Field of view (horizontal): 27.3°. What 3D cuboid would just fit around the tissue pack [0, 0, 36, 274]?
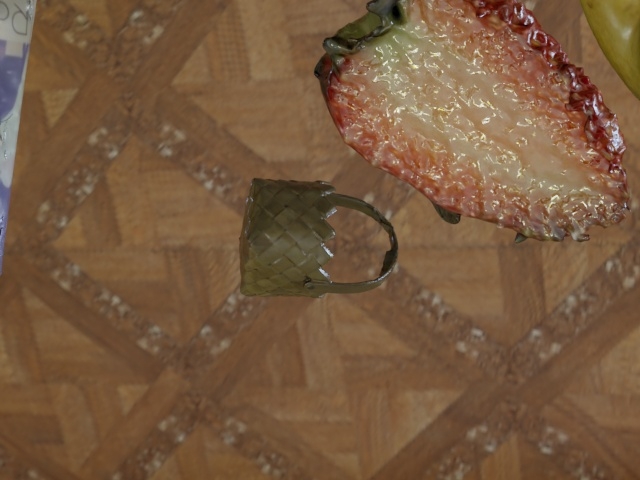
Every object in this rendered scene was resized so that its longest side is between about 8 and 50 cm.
[{"bbox_3d":[-0.419,-0.134,1.314,0.125,0.242,0.344,11,95,37],"label":"tissue pack"}]

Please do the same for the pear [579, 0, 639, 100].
[{"bbox_3d":[0.312,-0.184,0.783,0.314,0.314,0.314,8,121,14],"label":"pear"}]

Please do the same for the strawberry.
[{"bbox_3d":[0.154,-0.124,1.224,0.306,0.138,0.233,41,134,-3],"label":"strawberry"}]

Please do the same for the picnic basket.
[{"bbox_3d":[0.000,0.000,1.476,0.178,0.128,0.138,7,148,-6],"label":"picnic basket"}]
